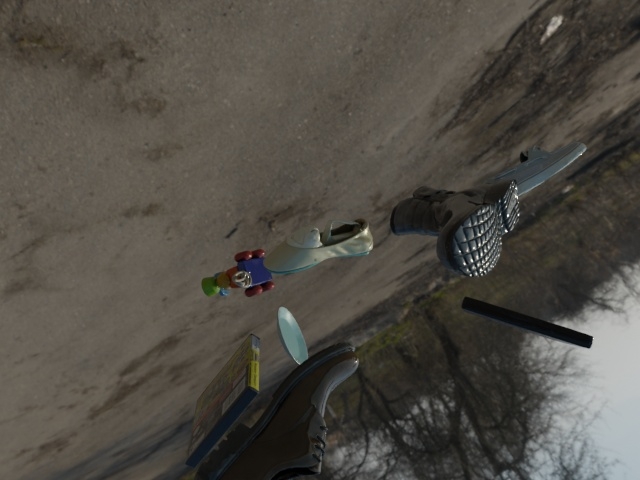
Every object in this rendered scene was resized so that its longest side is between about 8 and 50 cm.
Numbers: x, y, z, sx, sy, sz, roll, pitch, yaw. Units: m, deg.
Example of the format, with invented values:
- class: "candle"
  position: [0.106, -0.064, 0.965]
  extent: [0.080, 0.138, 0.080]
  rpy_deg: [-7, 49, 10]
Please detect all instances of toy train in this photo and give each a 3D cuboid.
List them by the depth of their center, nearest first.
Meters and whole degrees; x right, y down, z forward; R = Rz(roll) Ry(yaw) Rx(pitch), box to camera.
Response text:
- class: "toy train"
  position: [-0.214, 0.092, 1.183]
  extent: [0.144, 0.105, 0.248]
  rpy_deg: [-18, 178, 14]

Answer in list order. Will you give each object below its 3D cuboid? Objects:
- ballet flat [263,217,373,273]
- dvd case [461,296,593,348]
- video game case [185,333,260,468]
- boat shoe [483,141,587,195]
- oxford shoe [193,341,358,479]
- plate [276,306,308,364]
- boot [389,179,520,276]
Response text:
- class: "ballet flat"
  position: [0.000, 0.000, 0.998]
  extent: [0.249, 0.086, 0.086]
  rpy_deg: [-12, 154, -34]
- class: "dvd case"
  position: [0.326, 0.134, 0.843]
  extent: [0.253, 0.181, 0.022]
  rpy_deg: [29, 78, -71]
- class: "video game case"
  position: [-0.251, 0.411, 1.342]
  extent: [0.274, 0.035, 0.248]
  rpy_deg: [-51, -162, 13]
- class: "boat shoe"
  position: [0.453, -0.159, 1.086]
  extent: [0.228, 0.081, 0.079]
  rpy_deg: [-31, 170, -2]
- class: "oxford shoe"
  position: [-0.022, 0.209, 0.568]
  extent: [0.227, 0.096, 0.082]
  rpy_deg: [-44, 154, -26]
- class: "plate"
  position: [-0.088, 0.286, 1.504]
  extent: [0.024, 0.188, 0.188]
  rpy_deg: [-24, 164, 10]
- class: "boot"
  position: [0.226, -0.025, 0.966]
  extent: [0.223, 0.118, 0.338]
  rpy_deg: [0, -163, 35]
